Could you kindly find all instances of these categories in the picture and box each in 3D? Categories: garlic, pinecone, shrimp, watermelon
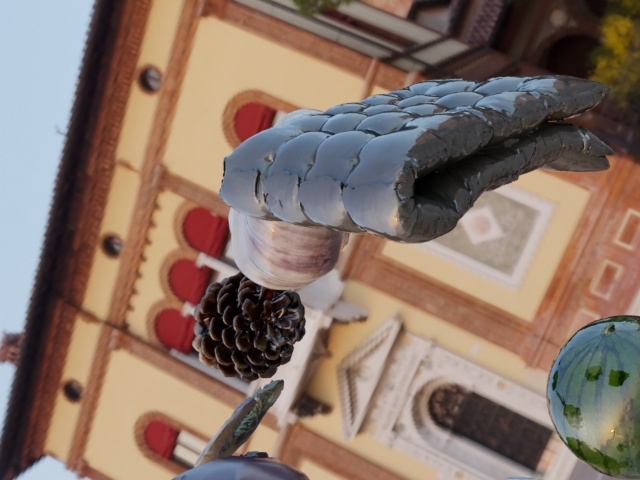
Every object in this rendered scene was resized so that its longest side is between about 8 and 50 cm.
[{"bbox_3d":[0.010,-0.041,1.276,0.245,0.253,0.245,-164,90,-72],"label":"garlic"},{"bbox_3d":[-0.135,0.178,2.011,0.246,0.246,0.292,-60,17,-20],"label":"pinecone"},{"bbox_3d":[-0.139,0.321,1.695,0.251,0.052,0.144,-50,-9,-38],"label":"shrimp"},{"bbox_3d":[0.454,0.230,1.412,0.242,0.242,0.242,-59,-15,-25],"label":"watermelon"}]

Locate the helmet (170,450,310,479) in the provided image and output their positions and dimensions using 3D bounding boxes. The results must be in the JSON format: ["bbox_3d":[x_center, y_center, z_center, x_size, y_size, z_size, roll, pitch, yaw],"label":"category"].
[{"bbox_3d":[-0.087,0.461,1.462,0.338,0.197,0.271,9,-107,-41],"label":"helmet"}]

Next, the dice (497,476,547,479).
[{"bbox_3d":[0.346,0.490,1.491,0.193,0.194,0.192,69,-147,-55],"label":"dice"}]

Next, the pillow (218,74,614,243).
[{"bbox_3d":[0.096,-0.085,0.883,0.326,0.228,0.101,-21,-70,-42],"label":"pillow"}]
